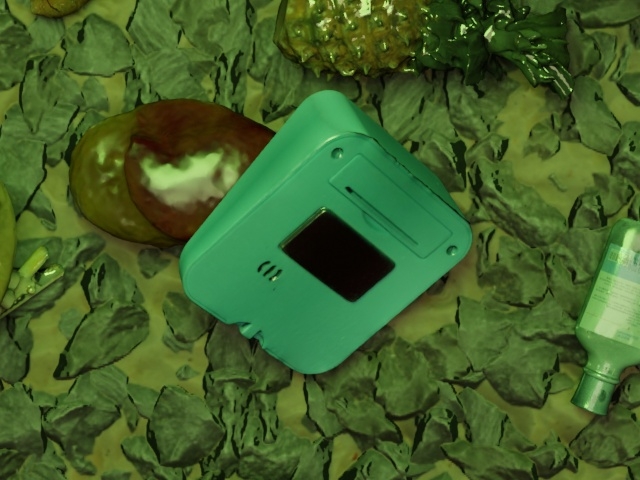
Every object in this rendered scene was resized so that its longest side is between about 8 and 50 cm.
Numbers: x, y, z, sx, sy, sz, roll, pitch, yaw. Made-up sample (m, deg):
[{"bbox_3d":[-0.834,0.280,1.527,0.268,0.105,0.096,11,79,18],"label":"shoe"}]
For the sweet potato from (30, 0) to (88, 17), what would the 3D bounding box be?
[{"bbox_3d":[-0.224,-0.296,1.512,0.195,0.056,0.056,-36,94,-2],"label":"sweet potato"}]

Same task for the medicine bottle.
[{"bbox_3d":[0.323,0.084,1.544,0.090,0.054,0.208,20,95,-4],"label":"medicine bottle"}]

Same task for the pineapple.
[{"bbox_3d":[0.112,-0.212,1.475,0.310,0.170,0.141,12,121,-6],"label":"pineapple"}]

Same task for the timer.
[{"bbox_3d":[0.000,0.000,1.481,0.250,0.091,0.232,-43,128,11],"label":"timer"}]

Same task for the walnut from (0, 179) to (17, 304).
[{"bbox_3d":[-0.417,0.005,1.438,0.225,0.225,0.261,-7,71,-1],"label":"walnut"}]

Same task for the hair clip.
[{"bbox_3d":[-0.362,0.085,1.531,0.214,0.062,0.056,-41,135,1],"label":"hair clip"}]

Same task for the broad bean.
[{"bbox_3d":[-0.146,-0.069,1.493,0.229,0.122,0.156,3,94,-5],"label":"broad bean"}]
